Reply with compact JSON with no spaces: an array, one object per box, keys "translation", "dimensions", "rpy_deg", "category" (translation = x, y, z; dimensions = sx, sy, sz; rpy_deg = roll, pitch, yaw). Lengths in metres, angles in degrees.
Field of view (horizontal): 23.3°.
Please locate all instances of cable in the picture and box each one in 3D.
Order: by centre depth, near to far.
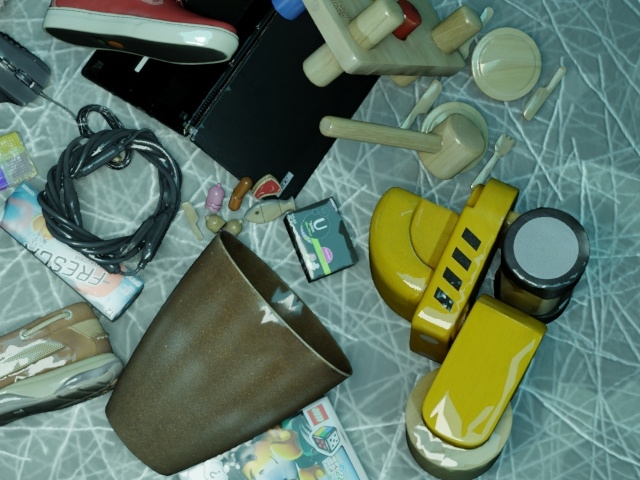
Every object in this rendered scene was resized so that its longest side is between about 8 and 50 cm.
[{"translation":[-0.235,-0.054,1.763],"dimensions":[0.151,0.047,0.184],"rpy_deg":[26,59,-6],"category":"cable"}]

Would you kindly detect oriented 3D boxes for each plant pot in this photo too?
[{"translation":[-0.121,0.145,1.722],"dimensions":[0.230,0.215,0.215],"rpy_deg":[-43,90,6],"category":"plant pot"}]

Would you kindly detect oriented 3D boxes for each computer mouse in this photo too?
[{"translation":[-0.317,-0.165,1.798],"dimensions":[0.242,0.041,0.071],"rpy_deg":[35,81,-2],"category":"computer mouse"}]

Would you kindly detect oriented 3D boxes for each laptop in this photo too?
[{"translation":[-0.099,-0.207,1.839],"dimensions":[0.264,0.136,0.234],"rpy_deg":[31,81,24],"category":"laptop"}]

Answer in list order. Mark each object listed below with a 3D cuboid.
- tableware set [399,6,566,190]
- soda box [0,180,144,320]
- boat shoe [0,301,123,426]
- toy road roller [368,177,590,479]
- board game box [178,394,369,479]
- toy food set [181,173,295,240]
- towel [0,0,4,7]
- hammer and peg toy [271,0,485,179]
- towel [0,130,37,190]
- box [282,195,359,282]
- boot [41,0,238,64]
[{"translation":[0.186,-0.167,1.852],"dimensions":[0.128,0.039,0.194],"rpy_deg":[37,88,-13],"category":"tableware set"},{"translation":[-0.287,0.015,1.772],"dimensions":[0.183,0.063,0.058],"rpy_deg":[40,81,-1],"category":"soda box"},{"translation":[-0.387,0.154,1.730],"dimensions":[0.324,0.123,0.116],"rpy_deg":[-17,79,-13],"category":"boat shoe"},{"translation":[0.141,0.084,1.748],"dimensions":[0.241,0.202,0.329],"rpy_deg":[25,77,9],"category":"toy road roller"},{"translation":[-0.012,0.355,1.773],"dimensions":[0.193,0.053,0.305],"rpy_deg":[-27,88,-7],"category":"board game box"},{"translation":[-0.094,-0.040,1.797],"dimensions":[0.122,0.019,0.078],"rpy_deg":[-22,123,0],"category":"toy food set"},{"translation":[-0.509,-0.412,1.764],"dimensions":[0.317,0.053,0.331],"rpy_deg":[0,88,5],"category":"towel"},{"translation":[0.063,-0.247,1.710],"dimensions":[0.127,0.266,0.361],"rpy_deg":[-36,74,30],"category":"hammer and peg toy"},{"translation":[-0.376,-0.087,1.800],"dimensions":[0.083,0.009,0.060],"rpy_deg":[-21,88,-8],"category":"towel"},{"translation":[0.000,0.000,1.809],"dimensions":[0.062,0.052,0.083],"rpy_deg":[-22,86,-7],"category":"box"},{"translation":[-0.188,-0.299,1.769],"dimensions":[0.244,0.088,0.176],"rpy_deg":[14,80,23],"category":"boot"}]
